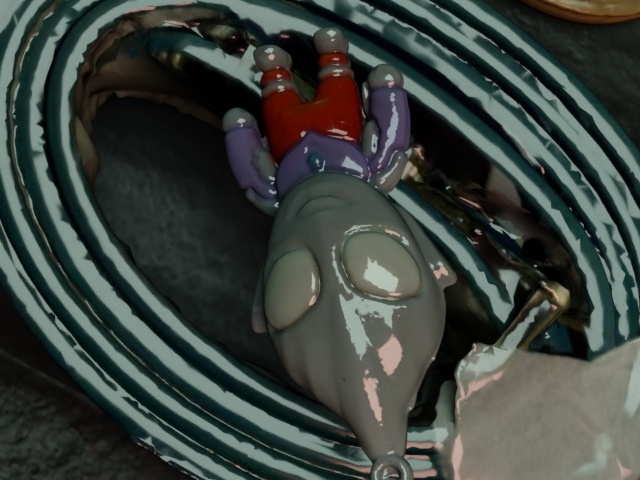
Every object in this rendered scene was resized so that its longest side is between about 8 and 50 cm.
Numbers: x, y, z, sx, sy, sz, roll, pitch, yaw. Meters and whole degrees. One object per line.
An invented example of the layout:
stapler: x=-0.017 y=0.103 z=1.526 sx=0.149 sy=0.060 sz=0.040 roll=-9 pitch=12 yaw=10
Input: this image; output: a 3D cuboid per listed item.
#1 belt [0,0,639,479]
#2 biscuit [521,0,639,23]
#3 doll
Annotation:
belt: x=-0.001 y=-0.001 z=0.749 sx=0.436 sy=0.173 sz=0.300 roll=34 pitch=84 yaw=0
biscuit: x=0.161 y=-0.283 z=0.898 sx=0.202 sy=0.044 sz=0.289 roll=-30 pitch=89 yaw=-14
doll: x=0.012 y=0.010 z=0.628 sx=0.102 sy=0.075 sz=0.227 roll=-13 pitch=77 yaw=15
